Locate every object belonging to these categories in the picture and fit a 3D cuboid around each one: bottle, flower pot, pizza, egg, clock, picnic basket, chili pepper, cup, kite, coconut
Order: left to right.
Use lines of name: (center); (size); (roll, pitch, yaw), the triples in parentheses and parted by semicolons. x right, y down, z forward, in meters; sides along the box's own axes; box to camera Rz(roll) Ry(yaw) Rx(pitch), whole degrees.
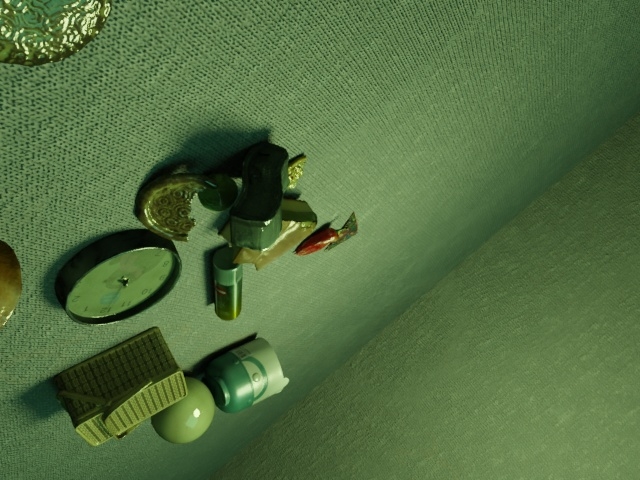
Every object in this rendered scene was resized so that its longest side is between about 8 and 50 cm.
clock: (-0.447, 0.090, 1.165); (0.280, 0.055, 0.280); (-31, 154, -17)
picnic basket: (-0.553, 0.424, 1.453); (0.313, 0.175, 0.228); (-26, 153, -25)
egg: (-0.477, 0.587, 1.784); (0.219, 0.219, 0.269); (-17, 151, -38)
coconut: (-0.221, -0.103, 1.108); (0.088, 0.088, 0.096); (-32, -178, -13)
bottle: (-0.261, 0.127, 1.450); (0.082, 0.082, 0.286); (-26, 152, -25)
cup: (-0.301, 0.508, 1.927); (0.258, 0.219, 0.290); (-18, -179, -35)
flower pot: (-0.125, -0.098, 1.109); (0.103, 0.229, 0.108); (8, 146, 0)
pizza: (-0.071, -0.156, 1.289); (0.123, 0.026, 0.108); (-39, 158, 0)
chili pepper: (0.000, 0.000, 1.624); (0.191, 0.050, 0.059); (-27, 159, 4)
kite: (0.075, -0.025, 1.731); (0.159, 0.010, 0.190); (-3, 136, -50)

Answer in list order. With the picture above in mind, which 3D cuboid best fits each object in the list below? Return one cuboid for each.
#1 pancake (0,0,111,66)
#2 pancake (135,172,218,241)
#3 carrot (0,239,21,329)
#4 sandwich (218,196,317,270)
pancake: (-0.361, -0.304, 0.645); (0.199, 0.021, 0.199); (-30, 154, -17)
pancake: (-0.291, -0.064, 1.071); (0.184, 0.020, 0.190); (-13, 140, -2)
carrot: (-0.601, 0.047, 0.734); (0.196, 0.196, 0.254); (-39, 153, 2)
sandwich: (-0.133, -0.018, 1.333); (0.220, 0.108, 0.186); (1, 134, -48)
